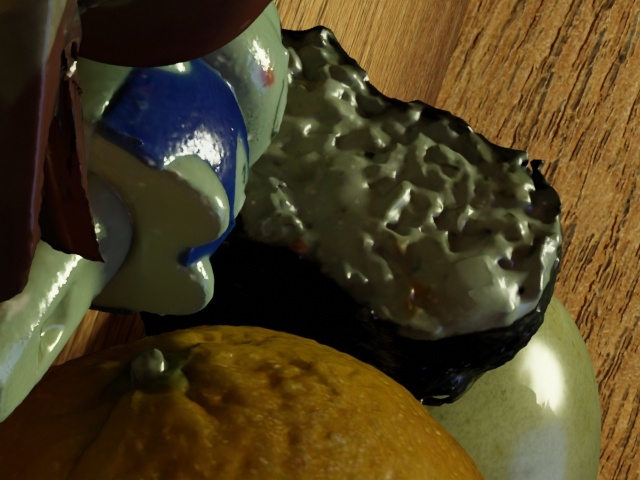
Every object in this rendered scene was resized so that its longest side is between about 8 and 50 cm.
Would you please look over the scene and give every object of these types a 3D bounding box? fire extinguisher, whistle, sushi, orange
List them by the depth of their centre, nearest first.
[{"bbox_3d":[-0.038,-0.113,0.479,0.337,0.107,0.147,-63,157,-51],"label":"fire extinguisher"},{"bbox_3d":[-0.068,-0.031,0.550,0.110,0.092,0.244,108,3,-46],"label":"whistle"},{"bbox_3d":[-0.040,0.158,0.599,0.264,0.264,0.264,18,90,-84],"label":"orange"},{"bbox_3d":[0.000,0.000,0.696,0.147,0.213,0.115,-59,172,-30],"label":"sushi"}]

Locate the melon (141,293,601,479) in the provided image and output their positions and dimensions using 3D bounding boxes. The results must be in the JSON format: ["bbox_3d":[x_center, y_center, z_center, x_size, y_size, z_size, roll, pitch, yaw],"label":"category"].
[{"bbox_3d":[0.002,0.140,0.851,0.330,0.268,0.268,-56,173,-1],"label":"melon"}]
